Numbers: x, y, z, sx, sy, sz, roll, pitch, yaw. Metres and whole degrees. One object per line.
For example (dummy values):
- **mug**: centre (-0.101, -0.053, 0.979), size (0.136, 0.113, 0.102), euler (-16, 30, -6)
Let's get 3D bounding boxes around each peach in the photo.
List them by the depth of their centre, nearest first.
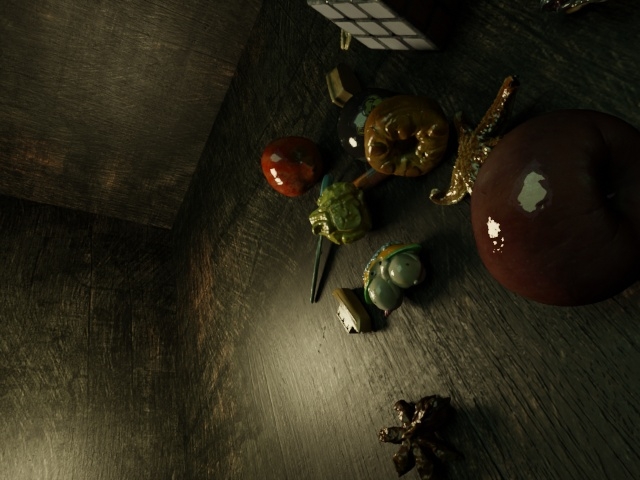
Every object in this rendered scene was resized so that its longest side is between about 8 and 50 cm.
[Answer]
- **peach**: centre (-0.095, -0.279, 1.588), size (0.256, 0.232, 0.233), euler (31, 105, 56)

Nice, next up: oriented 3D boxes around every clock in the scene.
- **clock**: centre (0.190, 0.094, 1.099), size (0.231, 0.103, 0.144), euler (-59, 37, 31)

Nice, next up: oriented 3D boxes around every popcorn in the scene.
- **popcorn**: centre (0.071, -0.082, 1.288), size (0.167, 0.185, 0.188), euler (-11, 57, 31)

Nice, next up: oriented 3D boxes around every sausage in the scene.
- **sausage**: centre (0.137, -0.178, 1.331), size (0.347, 0.053, 0.054), euler (-33, 52, 49)

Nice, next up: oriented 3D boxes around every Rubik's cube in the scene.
- **Rubik's cube**: centre (0.196, -0.726, 1.161), size (0.300, 0.303, 0.306), euler (28, 101, 44)

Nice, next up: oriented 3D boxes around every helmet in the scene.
- **helmet**: centre (0.134, -0.360, 1.305), size (0.278, 0.160, 0.231), euler (9, 88, 57)

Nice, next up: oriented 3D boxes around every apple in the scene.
- **apple**: centre (0.383, -0.048, 0.684), size (0.235, 0.305, 0.306), euler (161, 117, -67)

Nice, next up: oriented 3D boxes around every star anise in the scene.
- **star anise**: centre (0.211, 0.435, 0.945), size (0.196, 0.110, 0.213), euler (-174, 89, -65)

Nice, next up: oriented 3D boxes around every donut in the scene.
- **donut**: centre (0.216, -0.263, 1.081), size (0.226, 0.226, 0.114), euler (-39, 39, 45)

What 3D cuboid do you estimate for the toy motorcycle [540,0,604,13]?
- **toy motorcycle**: centre (0.528, -0.476, 0.775), size (0.229, 0.129, 0.094), euler (-175, 76, -72)

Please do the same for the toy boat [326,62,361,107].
- **toy boat**: centre (0.083, -0.554, 1.502), size (0.061, 0.116, 0.189), euler (-38, 51, 40)

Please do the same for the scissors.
- **scissors**: centre (0.000, 0.000, 1.454), size (0.192, 0.029, 0.448), euler (-44, -37, -81)

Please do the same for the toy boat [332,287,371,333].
- **toy boat**: centre (0.088, 0.211, 1.264), size (0.201, 0.057, 0.077), euler (56, 132, 50)

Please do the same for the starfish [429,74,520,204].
- **starfish**: centre (0.342, -0.175, 0.915), size (0.303, 0.112, 0.313), euler (-163, 77, -84)

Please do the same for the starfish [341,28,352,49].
- **starfish**: centre (0.213, -0.892, 1.451), size (0.323, 0.082, 0.433), euler (18, 96, 48)
